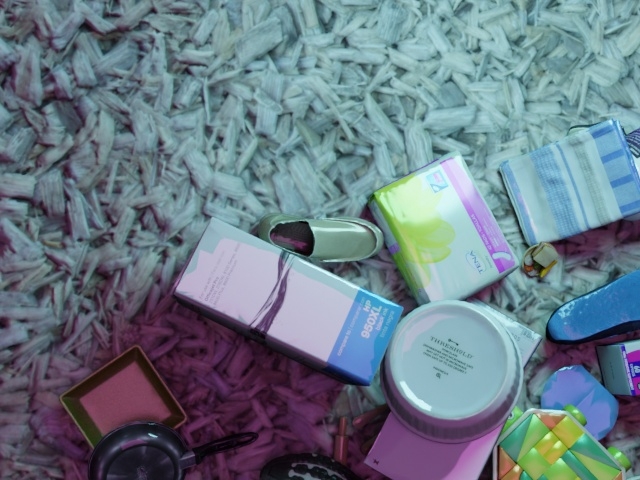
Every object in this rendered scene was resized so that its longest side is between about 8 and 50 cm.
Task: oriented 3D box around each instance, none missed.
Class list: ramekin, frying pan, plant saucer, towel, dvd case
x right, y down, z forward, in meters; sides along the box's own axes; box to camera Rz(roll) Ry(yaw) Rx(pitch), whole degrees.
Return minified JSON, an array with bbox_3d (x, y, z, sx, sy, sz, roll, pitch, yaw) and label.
[{"bbox_3d":[0.239,0.234,1.417,0.273,0.127,0.272,-4,70,10],"label":"ramekin"},{"bbox_3d":[-0.297,0.462,1.527,0.326,0.053,0.197,13,101,-21],"label":"frying pan"},{"bbox_3d":[-0.394,0.337,1.548,0.188,0.045,0.188,-34,87,-10],"label":"plant saucer"},{"bbox_3d":[0.532,-0.116,1.634,0.034,0.285,0.209,-14,84,-47],"label":"towel"},{"bbox_3d":[0.333,0.260,1.629,0.179,0.029,0.238,31,78,19],"label":"dvd case"}]

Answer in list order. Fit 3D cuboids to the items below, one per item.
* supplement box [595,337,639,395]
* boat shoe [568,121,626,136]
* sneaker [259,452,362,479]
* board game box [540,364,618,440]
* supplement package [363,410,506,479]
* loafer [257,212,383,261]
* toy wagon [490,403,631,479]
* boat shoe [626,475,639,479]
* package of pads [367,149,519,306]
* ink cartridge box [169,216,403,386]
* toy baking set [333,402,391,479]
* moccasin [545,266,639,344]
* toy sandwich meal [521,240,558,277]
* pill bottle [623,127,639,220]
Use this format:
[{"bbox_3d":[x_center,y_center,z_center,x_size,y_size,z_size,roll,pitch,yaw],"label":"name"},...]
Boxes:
[{"bbox_3d":[0.735,0.263,1.666,0.220,0.114,0.111,-9,82,-10],"label":"supplement box"},{"bbox_3d":[0.635,-0.247,1.763,0.133,0.049,0.042,5,53,0],"label":"boat shoe"},{"bbox_3d":[0.052,0.576,1.516,0.410,0.158,0.182,26,113,5],"label":"sneaker"},{"bbox_3d":[0.559,0.358,1.671,0.169,0.033,0.133,44,84,6],"label":"board game box"},{"bbox_3d":[0.241,0.376,1.514,0.204,0.145,0.262,26,79,18],"label":"supplement package"},{"bbox_3d":[0.000,0.000,1.611,0.269,0.092,0.102,4,105,-1],"label":"loafer"},{"bbox_3d":[0.454,0.458,1.578,0.267,0.068,0.344,-40,72,-11],"label":"toy wagon"},{"bbox_3d":[0.638,0.576,1.617,0.305,0.091,0.109,-13,84,-9],"label":"boat shoe"},{"bbox_3d":[0.258,-0.013,1.651,0.229,0.101,0.296,-27,85,-10],"label":"package of pads"},{"bbox_3d":[-0.072,0.129,1.496,0.395,0.285,0.166,26,78,-3],"label":"ink cartridge box"},{"bbox_3d":[0.121,0.435,1.609,0.197,0.030,0.256,2,83,-10],"label":"toy baking set"},{"bbox_3d":[0.647,0.141,1.675,0.342,0.117,0.137,-11,71,-4],"label":"moccasin"},{"bbox_3d":[0.486,0.044,1.691,0.086,0.029,0.085,-3,113,-7],"label":"toy sandwich meal"},{"bbox_3d":[0.731,-0.162,1.691,0.323,0.181,0.181,-27,86,-10],"label":"pill bottle"}]
